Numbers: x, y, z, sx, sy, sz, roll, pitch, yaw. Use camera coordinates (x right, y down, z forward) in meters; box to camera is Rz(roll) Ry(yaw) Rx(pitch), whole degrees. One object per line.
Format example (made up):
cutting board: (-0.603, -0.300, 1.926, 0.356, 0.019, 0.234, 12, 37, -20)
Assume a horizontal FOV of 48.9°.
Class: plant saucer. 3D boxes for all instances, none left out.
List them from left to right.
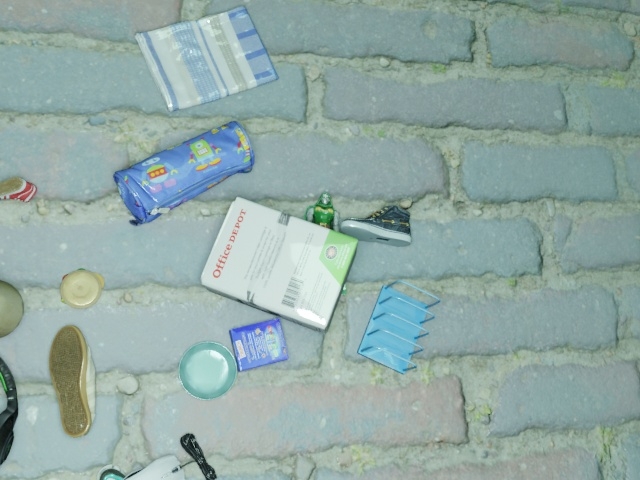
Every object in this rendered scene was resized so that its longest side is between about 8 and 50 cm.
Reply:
plant saucer: (-0.234, 0.270, 1.457, 0.119, 0.021, 0.119, 4, 73, -14)

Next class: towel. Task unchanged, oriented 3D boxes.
towel: (-0.263, -0.427, 1.641, 0.285, 0.034, 0.209, -21, 82, -20)

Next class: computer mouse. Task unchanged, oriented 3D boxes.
computer mouse: (-0.290, 0.447, 1.341, 0.193, 0.042, 0.106, -19, 79, -48)

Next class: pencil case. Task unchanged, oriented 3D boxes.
pencil case: (-0.285, -0.145, 1.507, 0.306, 0.119, 0.133, -29, 60, -20)

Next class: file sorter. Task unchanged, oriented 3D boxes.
file sorter: (0.177, 0.188, 1.548, 0.118, 0.104, 0.170, 26, 69, -7)

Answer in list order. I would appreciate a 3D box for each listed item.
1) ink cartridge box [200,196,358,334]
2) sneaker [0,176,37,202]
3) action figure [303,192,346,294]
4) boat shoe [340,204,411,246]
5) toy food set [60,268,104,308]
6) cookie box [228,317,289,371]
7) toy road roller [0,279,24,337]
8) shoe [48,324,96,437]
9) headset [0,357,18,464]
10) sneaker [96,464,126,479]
ink cartridge box: (-0.082, 0.053, 1.467, 0.273, 0.115, 0.198, 20, 78, 6)
sneaker: (-0.642, -0.099, 1.446, 0.119, 0.067, 0.042, -8, 78, 14)
action figure: (0.000, 0.000, 1.579, 0.137, 0.063, 0.232, 8, 69, -10)
boat shoe: (0.127, -0.043, 1.618, 0.183, 0.065, 0.083, 13, 67, -26)
toy food set: (-0.489, 0.098, 1.437, 0.083, 0.020, 0.083, 17, 71, -10)
cookie box: (-0.131, 0.220, 1.489, 0.107, 0.040, 0.091, -11, 78, -18)
toy road roller: (-0.743, 0.099, 1.281, 0.329, 0.202, 0.240, 41, 81, 4)
shoe: (-0.480, 0.275, 1.376, 0.077, 0.058, 0.219, -12, 73, 3)
headset: (-0.678, 0.380, 1.269, 0.244, 0.185, 0.394, -1, 60, -19)
sneaker: (-0.359, 0.495, 1.330, 0.166, 0.076, 0.065, 41, 70, -1)
